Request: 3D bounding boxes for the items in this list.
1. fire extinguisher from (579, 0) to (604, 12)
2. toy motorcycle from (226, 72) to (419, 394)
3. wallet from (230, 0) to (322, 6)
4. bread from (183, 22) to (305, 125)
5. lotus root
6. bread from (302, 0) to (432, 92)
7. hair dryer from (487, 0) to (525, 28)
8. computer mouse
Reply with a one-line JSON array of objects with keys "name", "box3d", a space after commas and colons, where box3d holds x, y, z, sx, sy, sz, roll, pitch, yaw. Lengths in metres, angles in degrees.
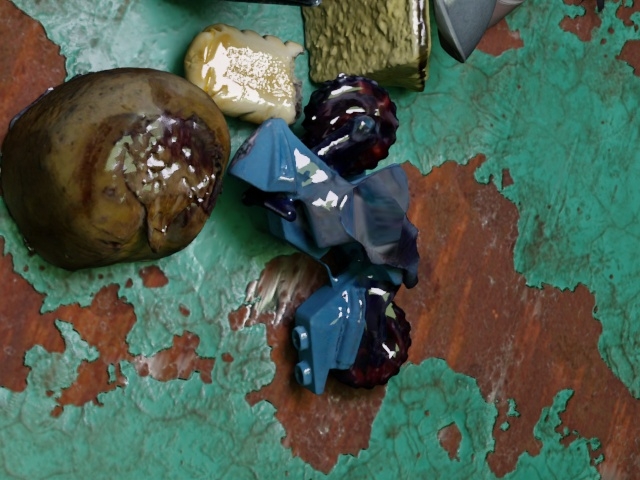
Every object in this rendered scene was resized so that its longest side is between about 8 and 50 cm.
[{"name": "fire extinguisher", "box3d": [0.334, -0.423, 1.907, 0.231, 0.071, 0.099, 38, 52, -19]}, {"name": "toy motorcycle", "box3d": [0.000, 0.000, 1.673, 0.232, 0.172, 0.416, -11, 107, -24]}, {"name": "wallet", "box3d": [-0.066, -0.399, 1.612, 0.054, 0.290, 0.251, 46, 63, -47]}, {"name": "bread", "box3d": [-0.092, -0.210, 1.680, 0.177, 0.084, 0.119, 15, 82, -24]}, {"name": "lotus root", "box3d": [-0.229, -0.085, 1.562, 0.272, 0.192, 0.272, 0, 90, -32]}, {"name": "bread", "box3d": [0.109, -0.335, 1.703, 0.198, 0.236, 0.264, -4, 88, -26]}, {"name": "hair dryer", "box3d": [0.214, -0.485, 1.815, 0.106, 0.189, 0.344, -14, 77, -32]}, {"name": "computer mouse", "box3d": [0.179, -0.415, 1.698, 0.090, 0.167, 0.380, -6, 82, 7]}]
